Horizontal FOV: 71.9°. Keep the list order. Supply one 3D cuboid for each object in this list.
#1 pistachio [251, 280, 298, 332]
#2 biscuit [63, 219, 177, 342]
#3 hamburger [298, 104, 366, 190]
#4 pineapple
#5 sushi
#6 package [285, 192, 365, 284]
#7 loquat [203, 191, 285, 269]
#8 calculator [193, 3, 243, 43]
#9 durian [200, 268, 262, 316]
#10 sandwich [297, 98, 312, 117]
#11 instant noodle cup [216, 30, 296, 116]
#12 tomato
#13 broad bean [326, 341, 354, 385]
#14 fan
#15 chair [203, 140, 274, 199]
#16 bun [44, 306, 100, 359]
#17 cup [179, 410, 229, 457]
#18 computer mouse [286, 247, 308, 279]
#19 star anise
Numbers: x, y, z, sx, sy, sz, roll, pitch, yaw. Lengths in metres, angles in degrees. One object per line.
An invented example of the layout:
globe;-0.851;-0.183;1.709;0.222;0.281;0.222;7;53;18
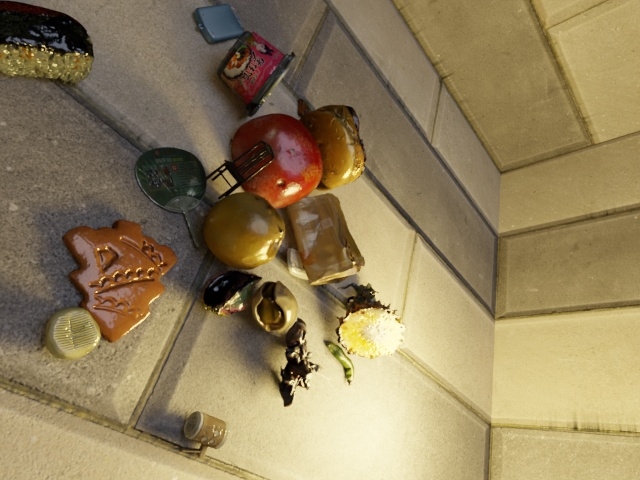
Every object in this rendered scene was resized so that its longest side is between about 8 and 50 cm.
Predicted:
pistachio;-0.139;0.202;1.352;0.237;0.138;0.153;83;3;-70
biscuit;-0.492;0.097;1.094;0.284;0.043;0.305;17;66;-45
hamburger;0.034;-0.350;1.657;0.174;0.284;0.304;-24;96;-37
pineapple;0.179;0.278;1.701;0.262;0.263;0.271;54;16;-22
sushi;-0.652;-0.454;1.021;0.225;0.136;0.126;-1;70;-44
package;0.028;-0.013;1.589;0.221;0.165;0.310;6;61;-54
loquat;-0.230;-0.032;1.312;0.244;0.244;0.243;19;64;-45
calculator;-0.352;-0.757;1.537;0.210;0.039;0.121;-45;110;-46
durian;-0.274;0.165;1.305;0.187;0.119;0.108;-40;147;-36
sandwich;-0.062;-0.525;1.803;0.069;0.026;0.101;16;67;-47
instant noodle cup;-0.229;-0.574;1.483;0.182;0.258;0.302;36;39;-18
tomato;-0.125;-0.280;1.474;0.339;0.144;0.337;1;87;-25
broad bean;0.085;0.448;1.643;0.061;0.046;0.195;-43;112;-50
fan;-0.429;-0.142;1.269;0.223;0.012;0.293;22;61;-43
chair;-0.239;-0.221;1.341;0.084;0.213;0.101;53;7;-7
bun;-0.550;0.205;0.973;0.115;0.069;0.115;21;61;-44
cup;-0.312;0.507;1.163;0.099;0.102;0.074;41;12;-32
computer mouse;-0.057;0.087;1.594;0.199;0.045;0.102;21;57;-47
star anise;-0.071;0.383;1.403;0.212;0.130;0.282;77;11;-56
